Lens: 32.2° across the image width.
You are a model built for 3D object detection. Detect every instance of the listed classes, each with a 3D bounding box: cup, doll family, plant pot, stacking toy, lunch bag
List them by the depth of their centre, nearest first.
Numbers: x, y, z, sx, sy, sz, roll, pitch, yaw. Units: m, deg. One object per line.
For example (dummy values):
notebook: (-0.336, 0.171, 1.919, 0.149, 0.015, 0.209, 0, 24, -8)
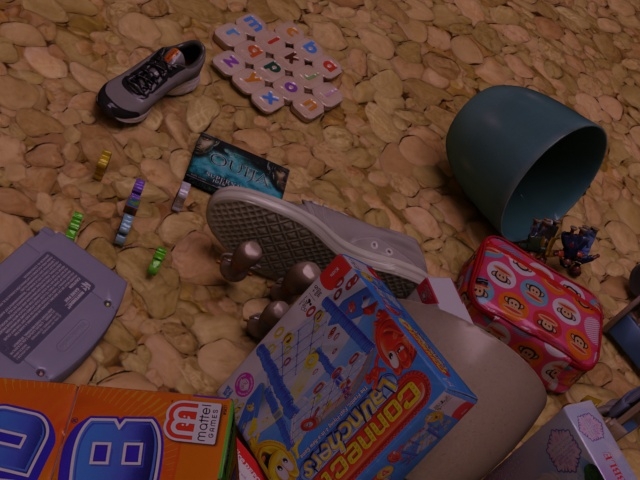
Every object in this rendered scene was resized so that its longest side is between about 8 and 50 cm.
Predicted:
cup: (0.157, 0.283, 1.754, 0.331, 0.331, 0.237, 32, 67, -2)
stacking toy: (-0.330, -0.047, 1.908, 0.167, 0.052, 0.221, 22, 47, -10)
lunch bag: (0.401, 0.129, 2.137, 0.293, 0.120, 0.258, 31, 40, -5)
plant pot: (0.402, -0.182, 2.288, 0.293, 0.293, 0.235, -16, 49, -38)
doll family: (0.494, 0.017, 2.290, 0.193, 0.111, 0.076, 11, 14, -6)

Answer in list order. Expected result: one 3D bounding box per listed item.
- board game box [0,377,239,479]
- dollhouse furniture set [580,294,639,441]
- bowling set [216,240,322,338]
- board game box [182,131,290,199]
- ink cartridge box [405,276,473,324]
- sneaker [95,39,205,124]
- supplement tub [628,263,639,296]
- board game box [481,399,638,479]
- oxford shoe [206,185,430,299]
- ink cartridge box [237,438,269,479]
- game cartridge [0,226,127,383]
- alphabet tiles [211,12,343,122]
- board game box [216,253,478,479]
board game box: (-0.289, 0.407, 1.248, 0.357, 0.356, 0.356, 4, 47, 3)
dollhouse furniture set: (0.621, 0.198, 2.076, 0.303, 0.286, 0.198, -14, 61, -51)
bowling set: (-0.054, 0.135, 1.869, 0.287, 0.154, 0.199, 20, 64, -15)
board game box: (-0.155, -0.122, 2.085, 0.186, 0.026, 0.126, 23, 46, -11)
ink cartridge box: (0.190, 0.151, 1.966, 0.063, 0.150, 0.109, 1, 53, -35)
sneaker: (-0.318, -0.309, 2.094, 0.100, 0.108, 0.271, 43, 46, 6)
supplement tub: (0.758, 0.094, 2.375, 0.198, 0.106, 0.106, 8, 50, -24)
board game box: (0.383, 0.460, 1.694, 0.066, 0.318, 0.318, -6, 56, -34)
oxford shoe: (0.000, 0.000, 1.976, 0.450, 0.169, 0.130, 21, 48, -23)
ink cartridge box: (-0.152, 0.374, 1.627, 0.134, 0.078, 0.231, 48, 45, 14)
game cartridge: (-0.435, 0.119, 1.701, 0.196, 0.060, 0.294, 34, 44, 5)
alphabet tiles: (-0.089, -0.364, 2.334, 0.284, 0.021, 0.278, 43, 45, 9)
board game box: (0.028, 0.230, 1.640, 0.086, 0.308, 0.302, 27, 18, -47)
